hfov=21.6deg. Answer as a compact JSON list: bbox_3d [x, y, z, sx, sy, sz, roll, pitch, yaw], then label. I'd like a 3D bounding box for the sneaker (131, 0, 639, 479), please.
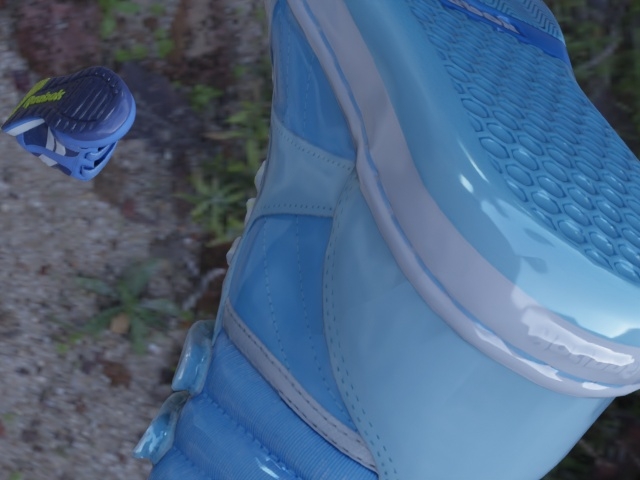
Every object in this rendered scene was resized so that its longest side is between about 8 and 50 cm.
[{"bbox_3d":[0.000,0.000,0.606,0.127,0.319,0.208,23,115,-21],"label":"sneaker"}]

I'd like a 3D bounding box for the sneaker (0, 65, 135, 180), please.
[{"bbox_3d":[-0.146,-0.070,1.050,0.059,0.144,0.053,48,70,-24],"label":"sneaker"}]
